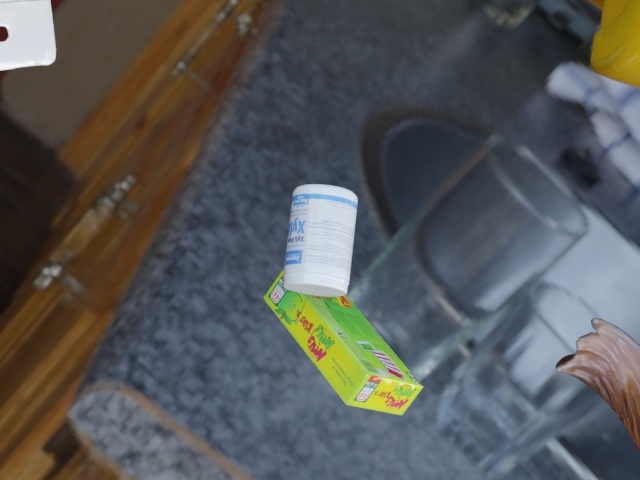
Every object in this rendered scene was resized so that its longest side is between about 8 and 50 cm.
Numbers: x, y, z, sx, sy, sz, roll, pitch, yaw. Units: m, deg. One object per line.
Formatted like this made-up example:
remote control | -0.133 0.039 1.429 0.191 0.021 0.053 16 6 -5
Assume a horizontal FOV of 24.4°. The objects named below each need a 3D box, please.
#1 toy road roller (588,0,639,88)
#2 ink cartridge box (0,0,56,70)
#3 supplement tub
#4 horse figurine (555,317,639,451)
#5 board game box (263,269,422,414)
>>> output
toy road roller | 0.372 -0.265 1.374 0.202 0.241 0.329 12 -9 -22
ink cartridge box | -0.157 -0.183 0.761 0.067 0.198 0.115 9 16 34
supplement tub | 0.000 0.000 1.546 0.071 0.071 0.107 19 72 -43
horse figurine | 0.228 0.040 0.556 0.066 0.263 0.175 28 42 -76
board game box | 0.023 0.110 1.604 0.092 0.043 0.181 18 24 -45
